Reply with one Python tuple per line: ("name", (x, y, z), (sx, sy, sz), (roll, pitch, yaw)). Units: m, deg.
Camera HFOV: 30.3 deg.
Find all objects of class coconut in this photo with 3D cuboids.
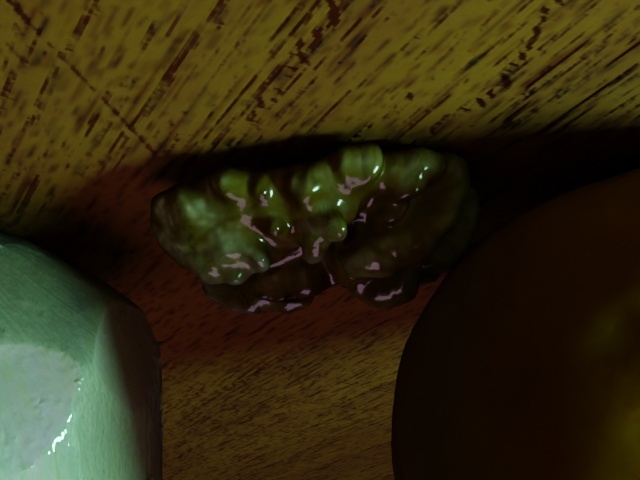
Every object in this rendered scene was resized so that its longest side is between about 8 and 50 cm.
("coconut", (-0.200, 0.101, 0.696), (0.227, 0.230, 0.227), (3, -170, 0))

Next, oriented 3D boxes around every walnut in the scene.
("walnut", (0.000, 0.000, 0.627), (0.170, 0.069, 0.143), (-9, 158, 11))

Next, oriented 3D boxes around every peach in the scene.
("peach", (0.199, 0.126, 0.610), (0.342, 0.302, 0.343), (-14, 163, -4))
